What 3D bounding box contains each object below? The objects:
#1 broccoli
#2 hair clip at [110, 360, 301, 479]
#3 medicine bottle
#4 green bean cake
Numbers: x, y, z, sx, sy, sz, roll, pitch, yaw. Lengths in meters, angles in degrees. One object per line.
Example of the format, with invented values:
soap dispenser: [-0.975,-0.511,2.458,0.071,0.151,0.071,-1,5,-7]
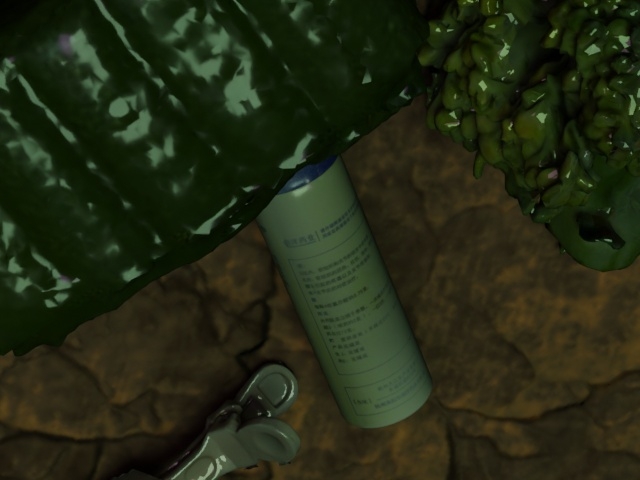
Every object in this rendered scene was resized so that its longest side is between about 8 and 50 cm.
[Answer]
broccoli: [0.182,-0.073,1.016,0.242,0.180,0.273,-4,116,-13]
hair clip: [-0.102,0.155,1.117,0.226,0.072,0.034,-35,115,5]
medicine bottle: [0.000,0.000,1.074,0.059,0.059,0.231,-24,118,-2]
green bean cake: [-0.097,-0.094,0.898,0.250,0.247,0.156,-38,119,6]
